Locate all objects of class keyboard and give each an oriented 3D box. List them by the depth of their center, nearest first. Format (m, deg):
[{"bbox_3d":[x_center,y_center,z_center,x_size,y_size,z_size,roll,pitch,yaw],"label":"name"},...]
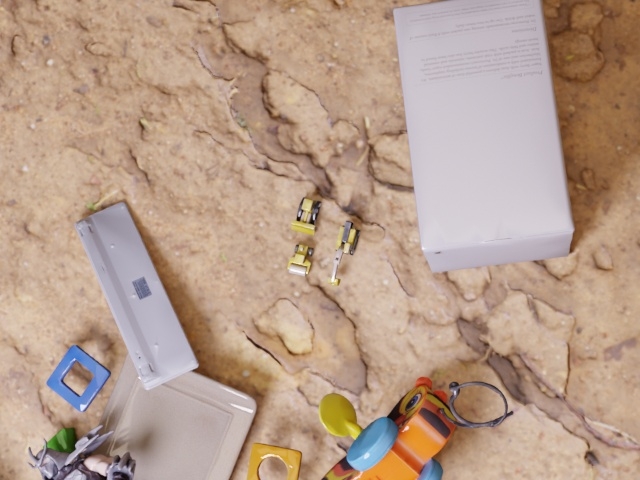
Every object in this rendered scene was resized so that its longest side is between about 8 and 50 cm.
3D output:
[{"bbox_3d":[-0.232,0.065,1.819,0.072,0.014,0.256,-22,64,-12],"label":"keyboard"}]

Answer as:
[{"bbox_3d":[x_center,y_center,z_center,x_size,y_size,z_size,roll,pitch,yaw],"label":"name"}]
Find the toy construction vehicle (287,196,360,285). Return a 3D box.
[{"bbox_3d":[0.000,0.000,1.813,0.086,0.035,0.098,17,83,12],"label":"toy construction vehicle"}]

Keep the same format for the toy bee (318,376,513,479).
[{"bbox_3d":[0.106,0.243,1.714,0.298,0.162,0.195,-20,109,18],"label":"toy bee"}]

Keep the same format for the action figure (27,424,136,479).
[{"bbox_3d":[-0.253,0.346,1.738,0.285,0.099,0.185,45,120,11],"label":"action figure"}]

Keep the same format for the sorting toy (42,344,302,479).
[{"bbox_3d":[-0.185,0.252,1.794,0.347,0.047,0.196,21,91,15],"label":"sorting toy"}]

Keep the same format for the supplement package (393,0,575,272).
[{"bbox_3d":[0.194,-0.124,1.732,0.177,0.175,0.293,-7,79,6],"label":"supplement package"}]
